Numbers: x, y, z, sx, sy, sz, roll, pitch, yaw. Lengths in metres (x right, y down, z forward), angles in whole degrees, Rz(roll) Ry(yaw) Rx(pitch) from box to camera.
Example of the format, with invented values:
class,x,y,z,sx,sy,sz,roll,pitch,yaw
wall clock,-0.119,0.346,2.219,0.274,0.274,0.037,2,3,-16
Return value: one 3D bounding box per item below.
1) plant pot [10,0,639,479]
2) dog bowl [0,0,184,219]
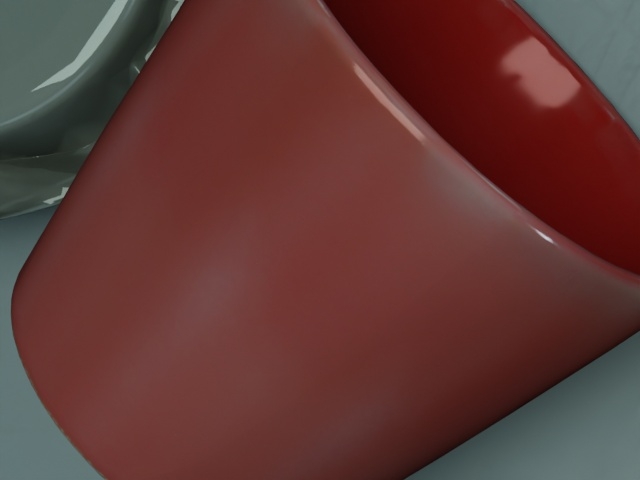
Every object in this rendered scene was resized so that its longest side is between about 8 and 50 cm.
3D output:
class,x,y,z,sx,sy,sz,roll,pitch,yaw
plant pot,0.000,0.000,0.886,0.243,0.275,0.275,-44,74,22
dog bowl,-0.187,-0.174,1.033,0.348,0.102,0.349,-2,85,18
